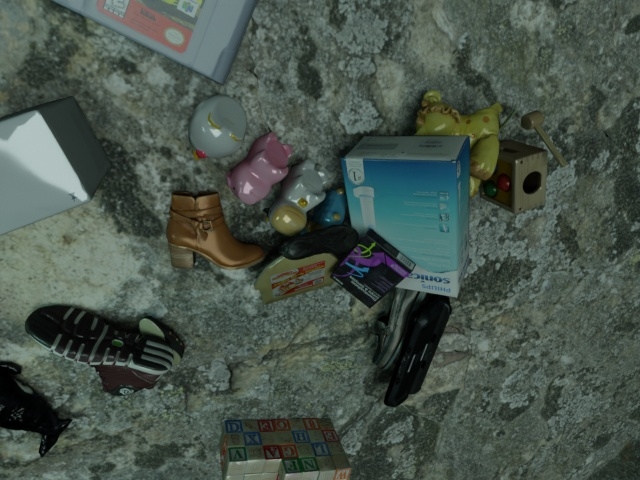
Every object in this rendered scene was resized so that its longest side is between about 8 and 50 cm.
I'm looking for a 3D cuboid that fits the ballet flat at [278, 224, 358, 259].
[{"bbox_3d":[0.000,0.000,0.845,0.173,0.049,0.058,-10,101,-31],"label":"ballet flat"}]

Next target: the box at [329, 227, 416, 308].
[{"bbox_3d":[0.103,0.063,0.904,0.116,0.029,0.162,38,136,1],"label":"box"}]

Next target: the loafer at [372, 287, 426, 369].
[{"bbox_3d":[0.180,0.189,1.091,0.084,0.096,0.268,23,98,-6],"label":"loafer"}]

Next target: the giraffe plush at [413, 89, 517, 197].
[{"bbox_3d":[0.270,-0.213,0.901,0.170,0.182,0.210,16,132,0],"label":"giraffe plush"}]

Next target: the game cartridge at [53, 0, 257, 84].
[{"bbox_3d":[-0.254,-0.405,0.691,0.294,0.060,0.196,20,101,-25],"label":"game cartridge"}]

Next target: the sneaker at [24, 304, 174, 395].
[{"bbox_3d":[-0.455,0.246,0.885,0.281,0.106,0.163,25,123,-13],"label":"sneaker"}]

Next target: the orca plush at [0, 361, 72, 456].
[{"bbox_3d":[-0.642,0.348,0.862,0.151,0.102,0.287,-27,119,-6],"label":"orca plush"}]

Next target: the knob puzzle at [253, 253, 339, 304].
[{"bbox_3d":[-0.052,0.062,0.940,0.213,0.030,0.213,-16,149,-10],"label":"knob puzzle"}]

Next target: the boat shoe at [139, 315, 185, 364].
[{"bbox_3d":[-0.340,0.209,0.940,0.048,0.042,0.133,-18,120,18],"label":"boat shoe"}]

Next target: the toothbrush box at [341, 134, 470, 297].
[{"bbox_3d":[0.180,-0.050,0.877,0.126,0.216,0.296,-49,136,-46],"label":"toothbrush box"}]

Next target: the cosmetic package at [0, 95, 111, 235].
[{"bbox_3d":[-0.464,-0.106,0.651,0.223,0.225,0.138,-23,119,-8],"label":"cosmetic package"}]

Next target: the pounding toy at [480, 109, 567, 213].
[{"bbox_3d":[0.430,-0.170,0.952,0.094,0.181,0.206,-17,117,-11],"label":"pounding toy"}]

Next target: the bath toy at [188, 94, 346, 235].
[{"bbox_3d":[-0.109,-0.118,0.832,0.348,0.129,0.152,38,53,-30],"label":"bath toy"}]

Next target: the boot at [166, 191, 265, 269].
[{"bbox_3d":[-0.202,-0.022,0.868,0.197,0.073,0.153,-2,109,-21],"label":"boot"}]

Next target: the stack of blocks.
[{"bbox_3d":[-0.093,0.543,1.096,0.296,0.171,0.087,8,110,-21],"label":"stack of blocks"}]

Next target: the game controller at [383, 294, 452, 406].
[{"bbox_3d":[0.245,0.284,1.121,0.166,0.067,0.320,-11,123,-42],"label":"game controller"}]
